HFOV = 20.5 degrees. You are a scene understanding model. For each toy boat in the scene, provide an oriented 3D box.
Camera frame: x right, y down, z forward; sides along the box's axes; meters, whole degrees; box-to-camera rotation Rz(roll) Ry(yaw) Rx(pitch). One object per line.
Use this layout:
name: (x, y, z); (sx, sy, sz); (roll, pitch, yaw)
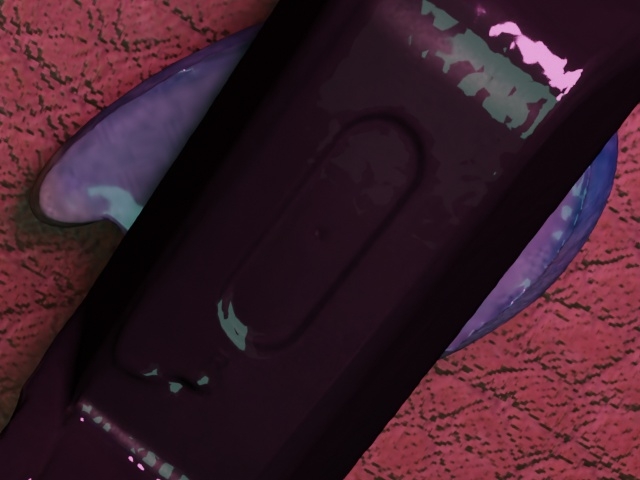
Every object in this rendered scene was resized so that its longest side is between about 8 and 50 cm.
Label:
toy boat: (0.009, -0.026, 1.014); (0.330, 0.123, 0.215); (-24, 96, 14)

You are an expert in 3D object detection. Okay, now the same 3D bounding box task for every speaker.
speaker: (0.000, 0.000, 0.863); (0.180, 0.184, 0.388); (35, 106, 1)
